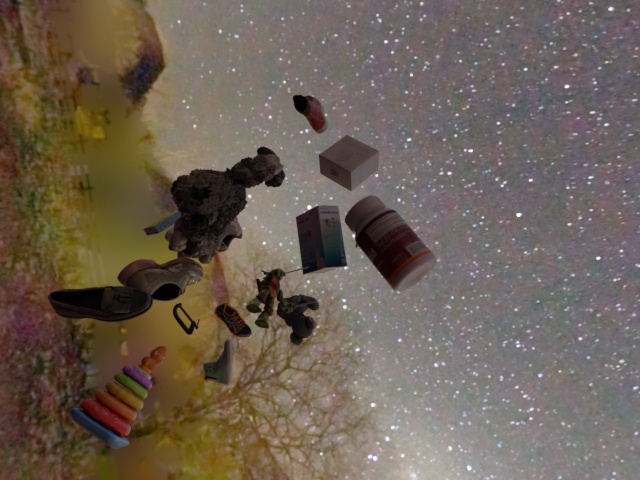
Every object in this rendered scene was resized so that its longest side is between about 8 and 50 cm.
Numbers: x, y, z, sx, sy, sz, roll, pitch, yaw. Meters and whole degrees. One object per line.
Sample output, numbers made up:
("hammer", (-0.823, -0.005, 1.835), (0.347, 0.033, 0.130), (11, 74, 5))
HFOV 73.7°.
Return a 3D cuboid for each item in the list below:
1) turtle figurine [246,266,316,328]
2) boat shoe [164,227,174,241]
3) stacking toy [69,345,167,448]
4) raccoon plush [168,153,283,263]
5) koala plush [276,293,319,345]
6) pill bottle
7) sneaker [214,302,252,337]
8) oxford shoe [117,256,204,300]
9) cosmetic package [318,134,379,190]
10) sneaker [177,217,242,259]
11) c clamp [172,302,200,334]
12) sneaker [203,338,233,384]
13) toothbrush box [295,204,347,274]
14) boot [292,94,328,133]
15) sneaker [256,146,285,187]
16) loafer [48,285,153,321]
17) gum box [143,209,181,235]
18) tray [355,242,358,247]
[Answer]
("turtle figurine", (-0.166, 0.223, 1.758), (0.274, 0.266, 0.198), (25, -44, 7))
("boat shoe", (-0.599, -0.007, 1.949), (0.081, 0.227, 0.079), (31, -79, 29))
("stacking toy", (-0.575, 0.445, 1.291), (0.165, 0.302, 0.175), (28, -29, 10))
("raccoon plush", (-0.318, -0.088, 1.484), (0.299, 0.446, 0.216), (99, -32, -54))
("koala plush", (-0.106, 0.398, 2.123), (0.196, 0.203, 0.221), (-46, -137, 18))
("pill bottle", (0.288, 0.005, 1.830), (0.392, 0.224, 0.224), (53, -33, 25))
("sneaker", (-0.413, 0.384, 2.057), (0.215, 0.084, 0.083), (42, -50, -6))
("oxford shoe", (-0.536, 0.156, 1.530), (0.146, 0.397, 0.140), (45, -75, 15))
("cosmetic package", (0.149, -0.408, 2.231), (0.224, 0.224, 0.138), (35, -29, 29))
("sneaker", (-0.443, 0.009, 1.711), (0.118, 0.292, 0.110), (57, 4, 15))
("c clamp", (-0.546, 0.313, 1.734), (0.160, 0.022, 0.137), (40, -52, 22))
("sneaker", (-0.535, 0.628, 2.220), (0.094, 0.151, 0.256), (-87, -176, -77))
("toothbrush box", (0.000, 0.000, 2.048), (0.216, 0.126, 0.296), (-20, -106, 56))
("boot", (-0.063, -0.574, 1.784), (0.088, 0.176, 0.244), (-37, -134, 16))
("sneaker", (-0.252, -0.358, 2.145), (0.130, 0.087, 0.228), (-82, 154, -44))
("loafer", (-0.614, 0.172, 1.190), (0.084, 0.267, 0.096), (94, -7, -59))
("gum box", (-0.738, -0.091, 2.049), (0.156, 0.184, 0.041), (-5, -63, 50))
("tray", (0.279, -0.086, 2.502), (0.030, 0.270, 0.145), (33, -27, -4))
